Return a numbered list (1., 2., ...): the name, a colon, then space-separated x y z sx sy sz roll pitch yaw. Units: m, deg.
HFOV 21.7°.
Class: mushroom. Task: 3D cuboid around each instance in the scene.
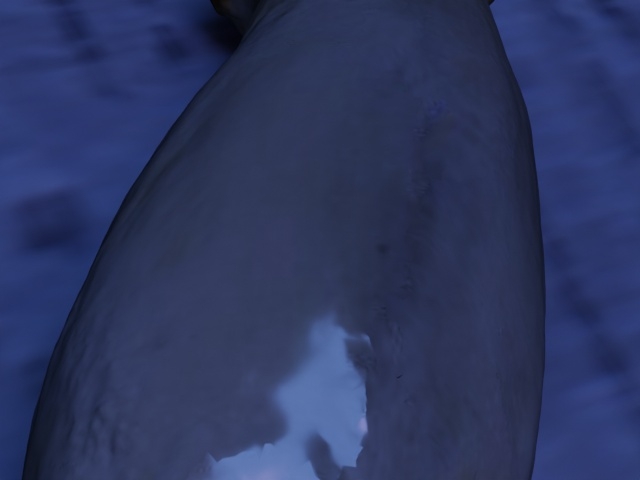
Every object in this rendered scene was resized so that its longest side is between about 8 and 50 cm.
1. mushroom: 0.000 0.000 0.464 0.128 0.128 0.350 14 44 -6
